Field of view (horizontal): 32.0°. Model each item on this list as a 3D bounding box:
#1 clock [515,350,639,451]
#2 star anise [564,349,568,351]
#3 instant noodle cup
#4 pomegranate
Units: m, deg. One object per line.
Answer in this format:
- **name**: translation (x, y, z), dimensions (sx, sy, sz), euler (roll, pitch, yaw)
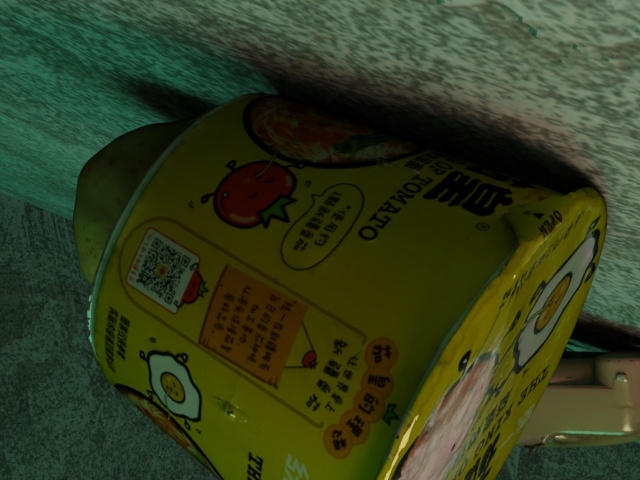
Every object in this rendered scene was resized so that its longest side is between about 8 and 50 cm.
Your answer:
- **clock**: translation (0.288, 0.188, 1.385), dimensions (0.283, 0.114, 0.309), euler (-3, 175, 21)
- **star anise**: translation (0.287, 0.156, 1.603), dimensions (0.208, 0.063, 0.171), euler (26, 171, -29)
- **instant noodle cup**: translation (0.014, 0.056, 0.781), dimensions (0.254, 0.326, 0.325), euler (30, 177, 23)
- **pomegranate**: translation (-0.126, -0.020, 1.017), dimensions (0.207, 0.207, 0.207), euler (22, 173, 3)
